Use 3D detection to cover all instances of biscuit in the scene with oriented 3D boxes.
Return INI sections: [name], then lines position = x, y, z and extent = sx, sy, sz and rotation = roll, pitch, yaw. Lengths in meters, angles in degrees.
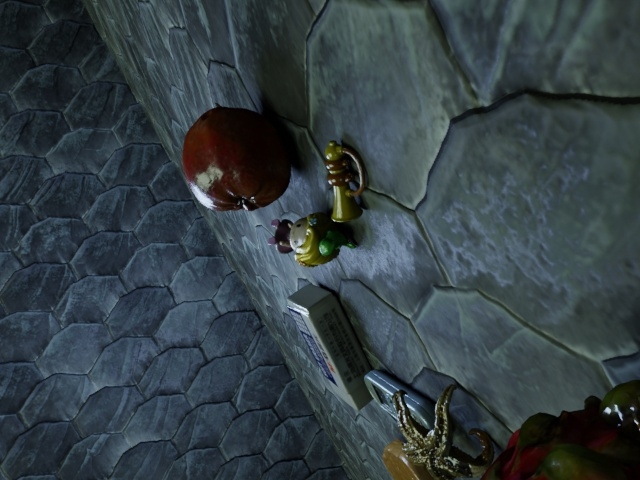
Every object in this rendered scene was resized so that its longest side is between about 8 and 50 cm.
[biscuit]
position = 0.255, 0.597, 1.038
extent = 0.312, 0.057, 0.351
rotation = 48, 161, 33

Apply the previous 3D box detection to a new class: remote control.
[remote control]
position = 0.158, 0.310, 0.864
extent = 0.087, 0.047, 0.244
rotation = 61, 163, -14

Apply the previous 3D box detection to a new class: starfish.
[starfish]
position = 0.167, 0.300, 0.703
extent = 0.146, 0.074, 0.190
rotation = 50, 141, 9

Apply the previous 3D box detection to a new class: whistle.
[whistle]
position = 0.031, -0.076, 0.604
extent = 0.057, 0.046, 0.109
rotation = -120, 16, -56

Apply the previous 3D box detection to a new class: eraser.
[eraser]
position = 0.030, 0.240, 1.038
extent = 0.124, 0.081, 0.279
rotation = 10, 129, 63

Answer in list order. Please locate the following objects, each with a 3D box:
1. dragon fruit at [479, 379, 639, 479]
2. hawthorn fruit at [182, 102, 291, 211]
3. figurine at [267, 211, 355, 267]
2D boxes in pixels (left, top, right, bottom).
[dragon fruit]
position = 0.220, 0.206, 0.237
extent = 0.231, 0.237, 0.302
rotation = 41, 154, -10
[hawthorn fruit]
position = -0.147, -0.150, 0.780
extent = 0.179, 0.179, 0.200
rotation = 107, 147, -67
[figurine]
position = 0.000, 0.000, 0.771
extent = 0.156, 0.115, 0.095
rotation = -1, 85, 49
